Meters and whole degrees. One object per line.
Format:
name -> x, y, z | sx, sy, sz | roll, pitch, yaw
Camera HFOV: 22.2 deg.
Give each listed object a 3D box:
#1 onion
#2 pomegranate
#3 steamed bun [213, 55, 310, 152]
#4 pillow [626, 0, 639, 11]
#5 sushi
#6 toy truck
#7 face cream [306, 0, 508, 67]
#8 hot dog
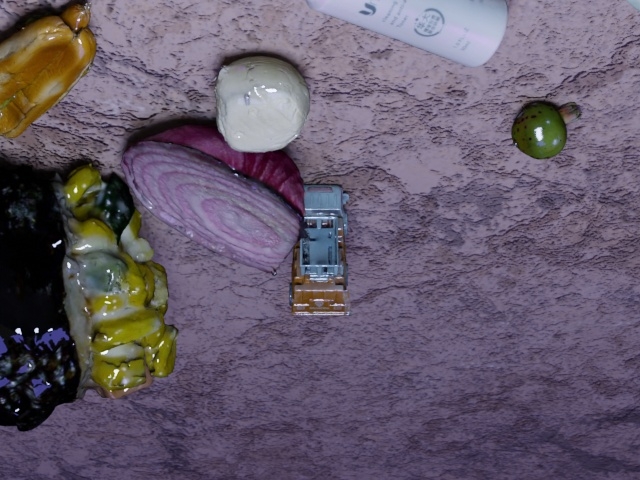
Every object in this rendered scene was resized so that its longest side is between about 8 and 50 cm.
onion -> -0.120, -0.081, 2.056 | 0.247, 0.111, 0.250 | 29, 158, -5
pomegranate -> 0.273, -0.141, 2.000 | 0.073, 0.073, 0.084 | 26, 104, -37
steamed bun -> -0.068, -0.167, 1.914 | 0.113, 0.090, 0.130 | -7, 146, 3
pillow -> 0.434, -0.295, 1.648 | 0.283, 0.138, 0.310 | 29, 143, -10
sushi -> -0.334, 0.050, 2.082 | 0.285, 0.328, 0.328 | -11, 136, -10
toy truck -> -0.001, 0.000, 2.120 | 0.080, 0.177, 0.115 | -1, 141, 0
face cream -> 0.052, -0.272, 1.744 | 0.311, 0.092, 0.092 | 17, 144, -27
hot dog -> -0.338, -0.195, 1.881 | 0.109, 0.072, 0.269 | 20, 145, -34
